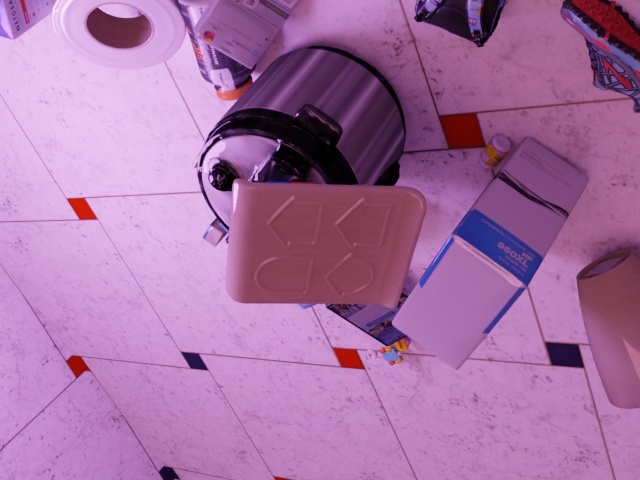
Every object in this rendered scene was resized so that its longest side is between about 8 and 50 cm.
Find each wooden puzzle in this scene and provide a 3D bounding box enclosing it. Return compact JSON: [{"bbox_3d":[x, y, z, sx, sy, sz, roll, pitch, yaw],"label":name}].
[{"bbox_3d":[0.000,0.000,1.601,0.347,0.081,0.322,4,136,-6],"label":"wooden puzzle"}]

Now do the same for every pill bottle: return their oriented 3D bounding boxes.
[{"bbox_3d":[0.359,-0.179,1.755,0.043,0.043,0.083,33,140,1],"label":"pill bottle"},{"bbox_3d":[-0.213,-0.428,1.828,0.130,0.130,0.246,9,134,27],"label":"pill bottle"}]

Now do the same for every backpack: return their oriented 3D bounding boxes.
[{"bbox_3d":[0.261,-0.457,1.491,0.158,0.117,0.173,25,140,11],"label":"backpack"}]

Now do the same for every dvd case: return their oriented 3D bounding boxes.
[{"bbox_3d":[0.160,0.178,2.150,0.180,0.022,0.253,-32,131,29],"label":"dvd case"}]

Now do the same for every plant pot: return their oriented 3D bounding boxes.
[{"bbox_3d":[0.660,0.166,1.765,0.256,0.256,0.274,-25,97,46],"label":"plant pot"}]

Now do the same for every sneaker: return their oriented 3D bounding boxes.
[{"bbox_3d":[0.507,-0.316,1.477,0.261,0.104,0.125,39,142,-5],"label":"sneaker"}]

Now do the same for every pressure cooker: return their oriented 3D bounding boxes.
[{"bbox_3d":[-0.052,-0.157,1.762,0.375,0.420,0.370,4,131,30],"label":"pressure cooker"}]

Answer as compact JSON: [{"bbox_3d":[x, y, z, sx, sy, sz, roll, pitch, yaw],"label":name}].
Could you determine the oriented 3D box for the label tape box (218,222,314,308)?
[{"bbox_3d":[-0.057,0.005,2.151,0.240,0.106,0.334,-24,117,43],"label":"label tape box"}]

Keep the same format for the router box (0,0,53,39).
[{"bbox_3d":[-0.616,-0.643,1.757,0.082,0.301,0.336,18,137,18],"label":"router box"}]

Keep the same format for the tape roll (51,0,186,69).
[{"bbox_3d":[-0.433,-0.499,1.825,0.286,0.100,0.286,-2,152,-1],"label":"tape roll"}]

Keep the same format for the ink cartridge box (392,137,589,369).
[{"bbox_3d":[0.341,0.018,1.665,0.166,0.395,0.286,35,136,8],"label":"ink cartridge box"}]

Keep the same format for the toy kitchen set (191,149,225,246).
[{"bbox_3d":[-0.277,-0.126,2.207,0.166,0.122,0.207,35,120,0],"label":"toy kitchen set"}]

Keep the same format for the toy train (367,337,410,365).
[{"bbox_3d":[0.187,0.269,2.312,0.125,0.046,0.166,24,136,14],"label":"toy train"}]

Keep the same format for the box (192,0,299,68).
[{"bbox_3d":[-0.150,-0.462,1.716,0.145,0.038,0.186,25,113,-31],"label":"box"}]
